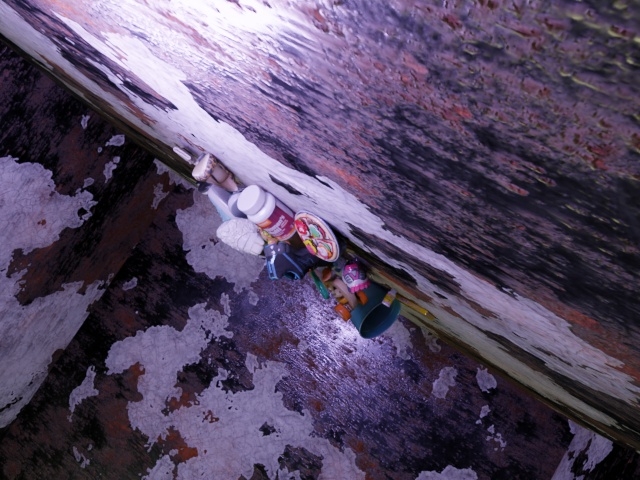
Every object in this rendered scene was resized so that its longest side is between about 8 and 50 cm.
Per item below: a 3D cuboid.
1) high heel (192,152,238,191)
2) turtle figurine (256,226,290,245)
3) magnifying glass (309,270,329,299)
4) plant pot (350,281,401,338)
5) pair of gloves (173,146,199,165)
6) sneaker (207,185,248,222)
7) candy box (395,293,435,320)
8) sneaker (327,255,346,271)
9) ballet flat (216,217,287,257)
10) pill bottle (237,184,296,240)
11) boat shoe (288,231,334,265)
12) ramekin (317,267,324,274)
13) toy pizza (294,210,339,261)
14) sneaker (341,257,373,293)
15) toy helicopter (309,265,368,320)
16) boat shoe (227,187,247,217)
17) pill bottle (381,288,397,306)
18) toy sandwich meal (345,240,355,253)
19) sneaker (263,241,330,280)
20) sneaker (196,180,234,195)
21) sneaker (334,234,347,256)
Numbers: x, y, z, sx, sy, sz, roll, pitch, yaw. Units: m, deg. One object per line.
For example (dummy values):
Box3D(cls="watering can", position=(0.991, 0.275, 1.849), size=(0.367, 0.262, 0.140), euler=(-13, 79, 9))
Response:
Box3D(cls="high heel", position=(-0.351, -0.215, 1.502), size=(0.186, 0.093, 0.261), euler=(42, -173, -25))
Box3D(cls="turtle figurine", position=(-0.211, -0.050, 1.729), size=(0.269, 0.087, 0.218), euler=(33, -147, -64))
Box3D(cls="magnifying glass", position=(-0.025, 0.158, 1.888), size=(0.231, 0.026, 0.092), euler=(57, 169, 16))
Box3D(cls="plant pot", position=(0.245, 0.340, 2.290), size=(0.255, 0.272, 0.271), euler=(46, -176, 41))
Box3D(cls="pair of gloves", position=(-0.472, -0.291, 1.687), size=(0.240, 0.042, 0.204), euler=(35, -176, -19))
Box3D(cls="sneaker", position=(-0.388, -0.072, 1.890), size=(0.366, 0.150, 0.135), euler=(48, -166, -18))
Box3D(cls="candy box", position=(0.455, 0.324, 2.097), size=(0.205, 0.027, 0.105), euler=(28, 176, 42))
Box3D(cls="sneaker", position=(0.036, 0.087, 2.077), size=(0.085, 0.086, 0.237), euler=(34, 176, -33))
Box3D(cls="ballet flat", position=(-0.238, 0.016, 1.808), size=(0.408, 0.147, 0.147), euler=(20, -176, -43))
Box3D(cls="pill bottle", position=(-0.186, -0.097, 1.527), size=(0.121, 0.121, 0.221), euler=(27, 172, 44))
Box3D(cls="boat shoe", position=(-0.046, 0.026, 1.899), size=(0.285, 0.104, 0.089), euler=(36, -168, -40))
Box3D(cls="ramekin", position=(-0.080, 0.069, 2.293), size=(0.277, 0.135, 0.277), euler=(32, 175, 3))
Box3D(cls="toy pizza", position=(-0.019, -0.008, 1.399), size=(0.201, 0.032, 0.201), euler=(37, 149, 26))
Box3D(cls="sneaker", position=(0.142, 0.122, 1.763), size=(0.299, 0.120, 0.112), euler=(-115, 4, -82))
Box3D(cls="toy helicopter", position=(0.042, 0.199, 1.968), size=(0.355, 0.140, 0.235), euler=(27, 154, 54))
Box3D(cls="boat shoe", position=(-0.324, -0.166, 1.787), size=(0.105, 0.113, 0.306), euler=(46, -170, 10))
Box3D(cls="pill bottle", position=(0.331, 0.272, 2.039), size=(0.043, 0.083, 0.043), euler=(32, 174, 4))
Box3D(cls="toy sandwich meal", position=(0.088, 0.021, 1.523), size=(0.085, 0.029, 0.085), euler=(21, 175, 2))
Box3D(cls="sneaker", position=(-0.087, 0.096, 1.710), size=(0.340, 0.140, 0.125), euler=(6, 163, -44))
Box3D(cls="sneaker", position=(-0.487, -0.227, 2.020), size=(0.178, 0.124, 0.295), euler=(41, 180, -26))
Box3D(cls="sneaker", position=(-0.009, -0.014, 1.477), size=(0.132, 0.086, 0.228), euler=(39, 173, -30))
